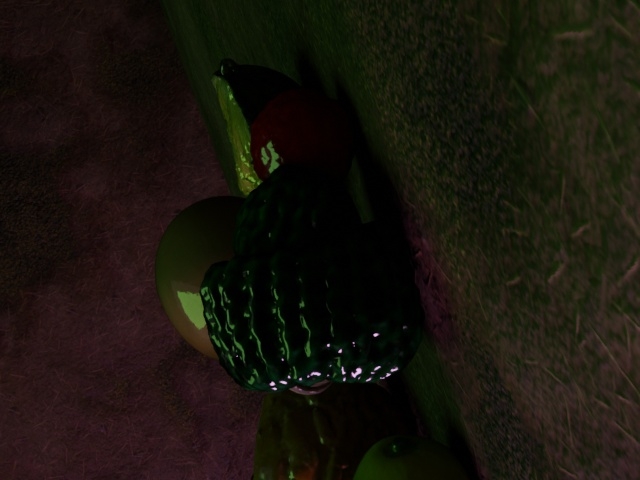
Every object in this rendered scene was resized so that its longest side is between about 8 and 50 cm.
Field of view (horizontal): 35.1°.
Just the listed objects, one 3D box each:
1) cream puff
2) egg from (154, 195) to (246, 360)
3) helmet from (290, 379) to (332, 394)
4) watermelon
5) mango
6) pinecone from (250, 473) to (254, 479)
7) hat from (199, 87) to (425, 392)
[{"bbox_3d":[0.036,0.342,1.479,0.343,0.231,0.327,-71,-24,-67],"label":"cream puff"},{"bbox_3d":[-0.169,0.082,2.000,0.301,0.301,0.374,80,165,-54],"label":"egg"},{"bbox_3d":[0.010,0.059,1.323,0.204,0.137,0.258,23,-130,-45],"label":"helmet"},{"bbox_3d":[-0.057,-0.135,1.297,0.204,0.127,0.232,-131,25,-69],"label":"watermelon"},{"bbox_3d":[0.124,0.383,1.239,0.192,0.156,0.343,-121,15,-48],"label":"mango"},{"bbox_3d":[0.016,0.467,1.778,0.296,0.298,0.242,-39,-67,-83],"label":"pinecone"},{"bbox_3d":[-0.026,-0.003,1.109,0.274,0.242,0.332,154,109,-69],"label":"hat"}]
